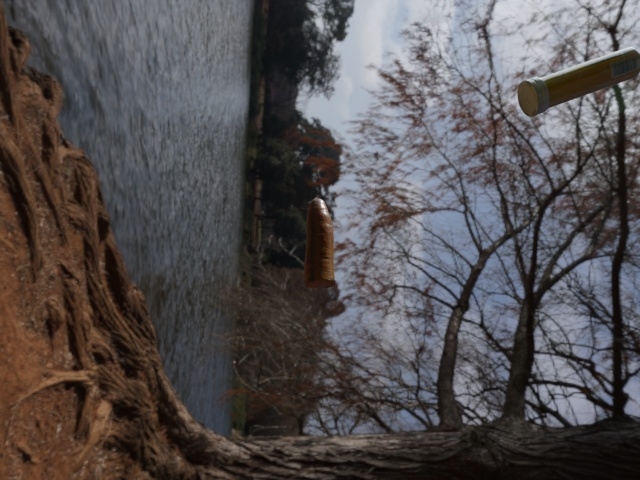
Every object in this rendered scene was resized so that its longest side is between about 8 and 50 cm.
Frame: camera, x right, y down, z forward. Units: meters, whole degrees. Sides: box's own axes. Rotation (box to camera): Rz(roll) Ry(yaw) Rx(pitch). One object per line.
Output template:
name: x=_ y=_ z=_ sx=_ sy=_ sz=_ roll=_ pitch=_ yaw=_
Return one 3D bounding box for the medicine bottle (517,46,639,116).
medicine bottle: x=0.506 y=-0.312 z=0.880 sx=0.074 sy=0.218 sz=0.074 roll=161 pitch=-90 yaw=-89

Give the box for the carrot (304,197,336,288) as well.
carrot: x=0.000 y=0.000 z=0.668 sx=0.048 sy=0.048 sz=0.139 roll=120 pitch=-28 yaw=-69
